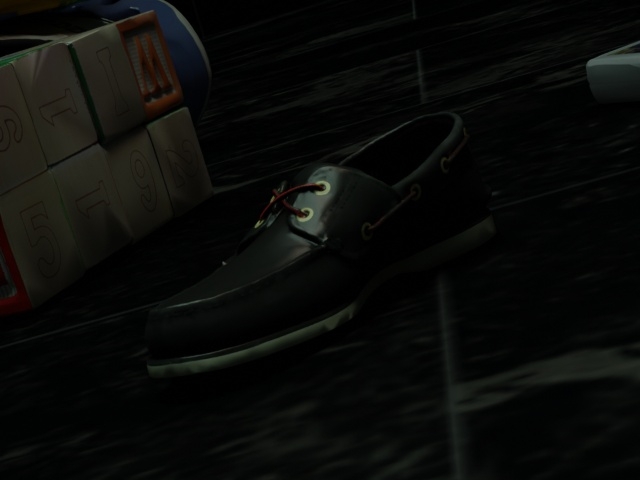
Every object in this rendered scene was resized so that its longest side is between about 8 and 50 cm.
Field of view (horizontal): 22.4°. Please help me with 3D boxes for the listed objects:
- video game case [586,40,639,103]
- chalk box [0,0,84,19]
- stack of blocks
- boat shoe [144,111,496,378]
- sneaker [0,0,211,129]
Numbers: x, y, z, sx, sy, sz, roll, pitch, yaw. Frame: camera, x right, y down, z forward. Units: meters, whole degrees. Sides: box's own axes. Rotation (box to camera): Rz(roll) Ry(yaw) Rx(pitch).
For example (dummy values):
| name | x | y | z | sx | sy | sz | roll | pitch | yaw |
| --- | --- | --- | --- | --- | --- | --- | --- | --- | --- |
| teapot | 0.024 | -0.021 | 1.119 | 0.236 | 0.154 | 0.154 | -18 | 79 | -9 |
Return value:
| name | x | y | z | sx | sy | sz | roll | pitch | yaw |
| --- | --- | --- | --- | --- | --- | --- | --- | --- | --- |
| video game case | 0.225 | -0.091 | 0.610 | 0.190 | 0.022 | 0.173 | -22 | 12 | -21 |
| chalk box | -0.206 | -0.187 | 0.897 | 0.132 | 0.132 | 0.213 | 4 | 17 | 45 |
| stack of blocks | -0.182 | -0.004 | 0.612 | 0.171 | 0.087 | 0.297 | -13 | 11 | 23 |
| boat shoe | -0.001 | 0.000 | 0.438 | 0.049 | 0.042 | 0.133 | -4 | 18 | 43 |
| sneaker | -0.233 | -0.065 | 0.911 | 0.315 | 0.128 | 0.182 | -13 | 9 | 13 |
